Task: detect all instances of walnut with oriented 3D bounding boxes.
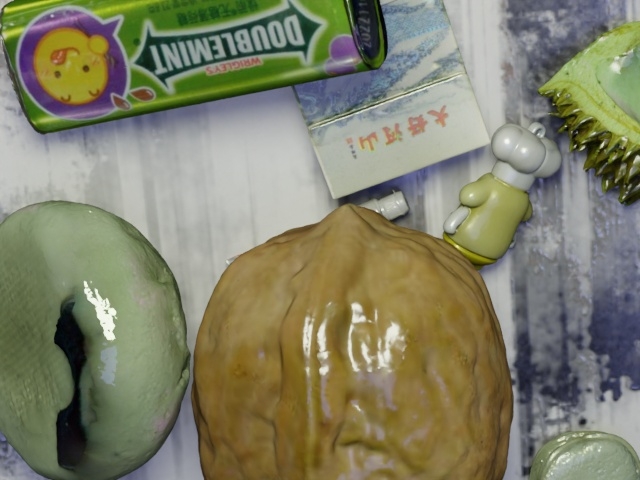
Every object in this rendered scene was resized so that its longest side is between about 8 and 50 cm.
[{"bbox_3d":[0.029,0.133,1.605,0.306,0.306,0.344,-4,102,-1],"label":"walnut"}]

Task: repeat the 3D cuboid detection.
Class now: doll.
[{"bbox_3d":[0.177,-0.044,1.666,0.106,0.062,0.162,13,113,-47],"label":"doll"}]

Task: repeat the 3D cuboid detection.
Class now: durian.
[{"bbox_3d":[0.416,-0.122,1.655,0.394,0.163,0.198,-13,68,-2],"label":"durian"}]

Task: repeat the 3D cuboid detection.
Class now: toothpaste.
[{"bbox_3d":[0.000,0.000,1.696,0.190,0.031,0.048,-25,111,9],"label":"toothpaste"}]

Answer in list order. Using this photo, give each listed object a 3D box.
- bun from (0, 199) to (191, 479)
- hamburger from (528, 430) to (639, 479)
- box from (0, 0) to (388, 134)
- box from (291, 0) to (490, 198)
[{"bbox_3d":[-0.211,0.093,1.622,0.179,0.283,0.283,-11,111,-34],"label":"bun"},{"bbox_3d":[0.279,0.238,1.767,0.121,0.054,0.084,-3,103,-4],"label":"hamburger"},{"bbox_3d":[-0.116,-0.190,1.547,0.345,0.097,0.134,-8,108,19],"label":"box"},{"bbox_3d":[0.044,-0.188,1.618,0.164,0.069,0.257,-20,106,4],"label":"box"}]
